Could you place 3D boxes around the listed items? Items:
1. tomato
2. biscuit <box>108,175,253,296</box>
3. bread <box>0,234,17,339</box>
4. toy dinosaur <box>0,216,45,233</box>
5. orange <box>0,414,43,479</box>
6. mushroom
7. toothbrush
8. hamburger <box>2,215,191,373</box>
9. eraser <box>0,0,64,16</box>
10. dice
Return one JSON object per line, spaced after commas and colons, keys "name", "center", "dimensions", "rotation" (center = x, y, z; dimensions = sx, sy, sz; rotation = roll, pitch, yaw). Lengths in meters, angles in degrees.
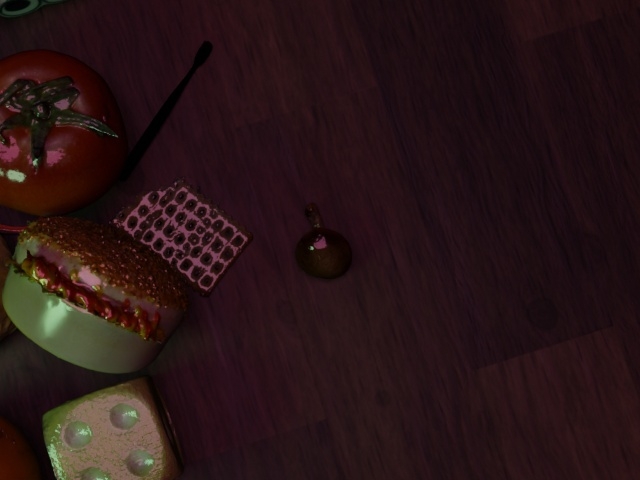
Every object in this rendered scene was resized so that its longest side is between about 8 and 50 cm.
{"name": "tomato", "center": [-0.423, -0.161, 1.608], "dimensions": [0.255, 0.224, 0.256], "rotation": [2, 70, -6]}
{"name": "biscuit", "center": [-0.224, -0.018, 1.708], "dimensions": [0.203, 0.016, 0.144], "rotation": [39, 83, 1]}
{"name": "bread", "center": [-0.575, 0.075, 1.615], "dimensions": [0.244, 0.134, 0.245], "rotation": [0, 89, 2]}
{"name": "toy dinosaur", "center": [-0.583, -0.065, 1.681], "dimensions": [0.279, 0.055, 0.102], "rotation": [2, 93, -4]}
{"name": "orange", "center": [-0.531, 0.368, 1.550], "dimensions": [0.239, 0.240, 0.240], "rotation": [0, 83, -3]}
{"name": "mushroom", "center": [-0.004, 0.002, 1.689], "dimensions": [0.088, 0.072, 0.130], "rotation": [-26, 82, 25]}
{"name": "toothbrush", "center": [-0.256, -0.215, 1.725], "dimensions": [0.019, 0.025, 0.276], "rotation": [32, 83, 1]}
{"name": "hamburger", "center": [-0.329, 0.068, 1.560], "dimensions": [0.276, 0.294, 0.179], "rotation": [27, 99, -11]}
{"name": "eraser", "center": [-0.502, -0.527, 1.719], "dimensions": [0.171, 0.087, 0.291], "rotation": [-20, 84, -3]}
{"name": "dice", "center": [-0.311, 0.307, 1.589], "dimensions": [0.169, 0.169, 0.166], "rotation": [-20, 84, -5]}
